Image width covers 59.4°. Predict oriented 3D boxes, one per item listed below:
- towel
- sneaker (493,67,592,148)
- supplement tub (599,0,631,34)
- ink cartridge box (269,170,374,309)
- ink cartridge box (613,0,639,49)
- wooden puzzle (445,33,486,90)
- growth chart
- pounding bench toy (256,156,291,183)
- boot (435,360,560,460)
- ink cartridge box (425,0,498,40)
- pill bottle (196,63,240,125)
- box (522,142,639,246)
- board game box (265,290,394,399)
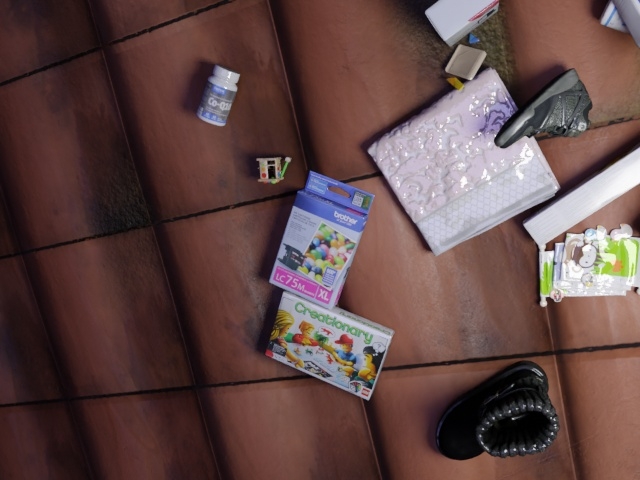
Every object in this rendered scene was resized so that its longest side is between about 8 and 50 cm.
[{"bbox_3d":[0.321,-0.168,1.281,0.331,0.053,0.317,-31,91,21],"label":"towel"},{"bbox_3d":[0.473,-0.242,1.165,0.227,0.087,0.130,-38,93,-10],"label":"sneaker"},{"bbox_3d":[0.619,-0.446,1.110,0.107,0.071,0.071,25,108,13],"label":"supplement tub"},{"bbox_3d":[0.000,0.000,1.421,0.185,0.065,0.311,23,106,12],"label":"ink cartridge box"},{"bbox_3d":[0.629,-0.504,1.050,0.165,0.065,0.333,-21,79,5],"label":"ink cartridge box"},{"bbox_3d":[0.319,-0.391,1.235,0.078,0.014,0.116,44,106,35],"label":"wooden puzzle"},{"bbox_3d":[0.605,0.054,1.252,0.237,0.021,0.172,-8,98,19],"label":"growth chart"},{"bbox_3d":[-0.113,-0.178,1.421,0.083,0.052,0.065,1,102,18],"label":"pounding bench toy"},{"bbox_3d":[0.383,0.430,1.279,0.131,0.260,0.348,41,111,6],"label":"boot"},{"bbox_3d":[0.295,-0.473,1.156,0.127,0.175,0.072,-34,93,22],"label":"ink cartridge box"},{"bbox_3d":[-0.256,-0.366,1.414,0.078,0.078,0.137,27,109,11],"label":"pill bottle"},{"bbox_3d":[0.589,-0.106,1.198,0.324,0.063,0.067,-39,87,22],"label":"box"},{"bbox_3d":[0.020,0.269,1.475,0.305,0.053,0.193,20,107,13],"label":"board game box"}]
